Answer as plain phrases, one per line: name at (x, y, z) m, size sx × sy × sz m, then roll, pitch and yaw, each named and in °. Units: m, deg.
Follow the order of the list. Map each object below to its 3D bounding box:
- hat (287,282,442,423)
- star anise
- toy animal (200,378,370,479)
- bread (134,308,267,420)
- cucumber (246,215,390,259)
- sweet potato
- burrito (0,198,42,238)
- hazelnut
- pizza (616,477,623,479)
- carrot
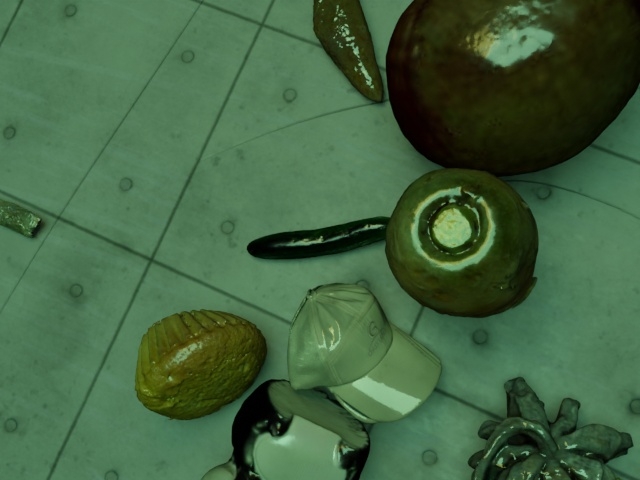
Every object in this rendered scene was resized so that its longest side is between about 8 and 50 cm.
hat at (0.080, 0.174, 1.372) m, size 0.226 × 0.164 × 0.219 m, roll 17°, pitch 49°, yaw 27°
star anise at (0.349, 0.355, 1.284) m, size 0.316 × 0.139 × 0.359 m, roll -13°, pitch 51°, yaw -5°
toy animal at (-0.069, 0.406, 1.364) m, size 0.251 × 0.251 × 0.309 m, roll 31°, pitch 97°, yaw 14°
bread at (-0.205, 0.201, 1.418) m, size 0.240 × 0.240 × 0.139 m, roll -35°, pitch 64°, yaw 3°
cucumber at (0.000, 0.000, 1.504) m, size 0.285 × 0.056 × 0.056 m, roll -10°, pitch 78°, yaw 13°
sweet potato at (0.040, -0.411, 1.549) m, size 0.114 × 0.092 × 0.341 m, roll -7°, pitch 79°, yaw -8°
burrito at (-0.611, -0.053, 1.629) m, size 0.171 × 0.042 × 0.051 m, roll 22°, pitch 95°, yaw 15°
hazelnut at (0.300, -0.289, 1.337) m, size 0.353 × 0.421 × 0.421 m, roll 38°, pitch 88°, yaw -3°
pizza at (0.426, 0.459, 1.348) m, size 0.134 × 0.046 × 0.174 m, roll 10°, pitch 82°, yaw 12°
carrot at (0.226, 0.013, 1.317) m, size 0.224 × 0.341 × 0.224 m, roll -2°, pitch 80°, yaw 14°
